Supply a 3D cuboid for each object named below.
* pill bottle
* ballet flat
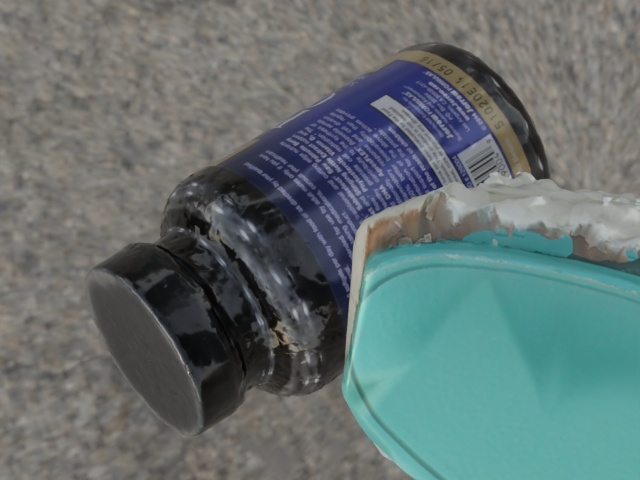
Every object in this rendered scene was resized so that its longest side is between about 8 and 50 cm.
[{"bbox_3d":[0.000,0.000,0.763,0.219,0.123,0.123,-32,85,-26],"label":"pill bottle"},{"bbox_3d":[0.191,0.081,0.551,0.409,0.147,0.147,25,95,-7],"label":"ballet flat"}]
